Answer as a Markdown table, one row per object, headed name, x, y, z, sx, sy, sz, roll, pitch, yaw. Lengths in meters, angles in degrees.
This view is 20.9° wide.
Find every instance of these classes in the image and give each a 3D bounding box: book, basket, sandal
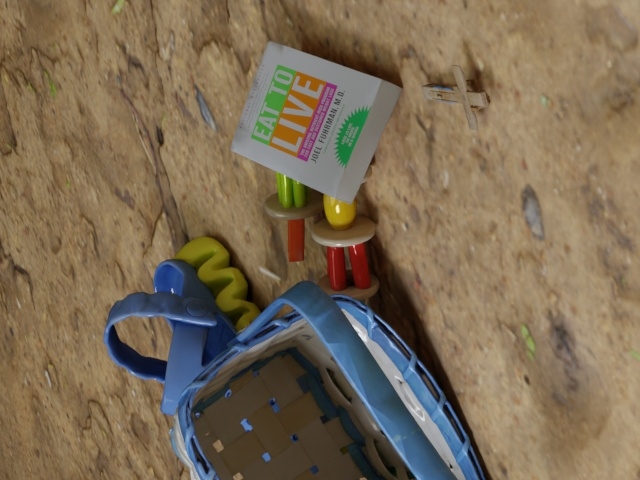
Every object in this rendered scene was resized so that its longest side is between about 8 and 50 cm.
| name | x | y | z | sx | sy | sz | roll | pitch | yaw |
| --- | --- | --- | --- | --- | --- | --- | --- | --- | --- |
| book | -0.006 | -0.092 | 1.347 | 0.144 | 0.035 | 0.096 | 25 | 93 | 49 |
| basket | 0.012 | 0.158 | 1.308 | 0.255 | 0.201 | 0.289 | 57 | 161 | -3 |
| sandal | -0.087 | 0.132 | 1.558 | 0.317 | 0.138 | 0.126 | 45 | 140 | 37 |

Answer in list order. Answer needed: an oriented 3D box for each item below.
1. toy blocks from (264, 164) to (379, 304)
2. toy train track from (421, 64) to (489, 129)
| name | x | y | z | sx | sy | sz | roll | pitch | yaw |
| --- | --- | --- | --- | --- | --- | --- | --- | --- | --- |
| toy blocks | 0.000 | 0.000 | 1.415 | 0.123 | 0.054 | 0.148 | 29 | 130 | 50 |
| toy train track | 0.098 | -0.104 | 1.229 | 0.083 | 0.014 | 0.048 | 17 | 128 | 63 |
